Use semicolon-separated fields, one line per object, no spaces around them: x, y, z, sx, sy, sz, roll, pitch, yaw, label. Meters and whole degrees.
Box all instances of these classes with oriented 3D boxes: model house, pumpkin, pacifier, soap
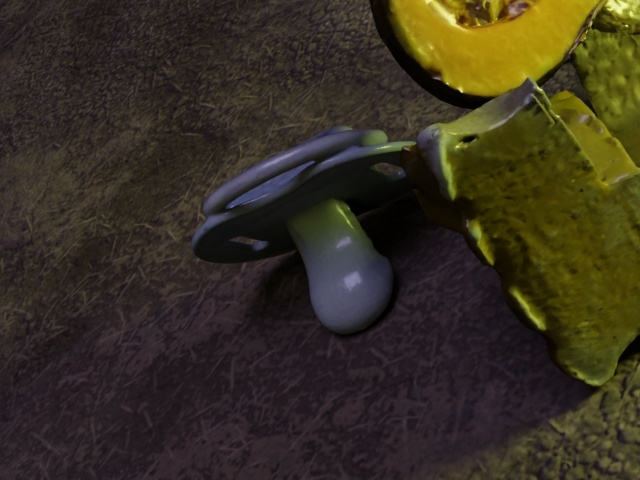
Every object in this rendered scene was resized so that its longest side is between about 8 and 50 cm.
0.329;-0.182;1.301;0.193;0.175;0.234;-26;32;23;model house
0.181;-0.249;1.253;0.325;0.242;0.232;-46;5;-4;pumpkin
0.000;0.000;1.478;0.279;0.227;0.207;-27;75;24;pacifier
0.155;-0.080;1.250;0.169;0.304;0.339;-34;33;6;soap

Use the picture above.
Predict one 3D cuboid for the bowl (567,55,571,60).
0.278;-0.290;1.566;0.189;0.086;0.189;-28;34;21;bowl
